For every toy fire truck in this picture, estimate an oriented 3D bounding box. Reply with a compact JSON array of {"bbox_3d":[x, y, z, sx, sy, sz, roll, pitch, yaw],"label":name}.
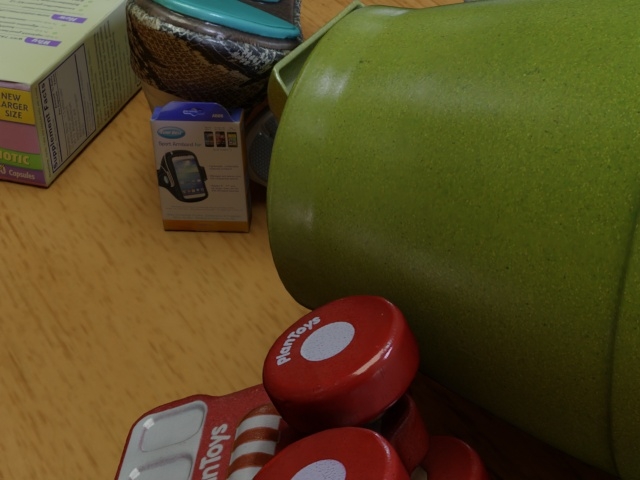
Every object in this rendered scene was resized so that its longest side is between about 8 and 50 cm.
[{"bbox_3d":[-0.034,0.189,0.859,0.254,0.169,0.302,-19,30,18],"label":"toy fire truck"}]

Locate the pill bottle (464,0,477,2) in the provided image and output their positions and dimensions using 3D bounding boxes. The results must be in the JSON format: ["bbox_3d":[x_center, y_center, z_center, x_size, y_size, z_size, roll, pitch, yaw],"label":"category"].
[{"bbox_3d":[0.174,-0.190,1.368,0.086,0.152,0.086,-2,35,1],"label":"pill bottle"}]

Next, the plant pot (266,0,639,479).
[{"bbox_3d":[0.167,-0.025,0.957,0.353,0.366,0.366,16,39,28],"label":"plant pot"}]

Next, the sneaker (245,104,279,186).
[{"bbox_3d":[0.013,-0.131,1.361,0.115,0.105,0.281,4,31,46],"label":"sneaker"}]

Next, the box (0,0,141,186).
[{"bbox_3d":[-0.326,-0.179,1.415,0.214,0.117,0.243,10,36,16],"label":"box"}]

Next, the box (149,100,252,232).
[{"bbox_3d":[-0.106,-0.070,1.226,0.081,0.136,0.028,2,35,6],"label":"box"}]

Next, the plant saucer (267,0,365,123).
[{"bbox_3d":[0.030,-0.100,1.230,0.045,0.188,0.188,-23,15,36],"label":"plant saucer"}]

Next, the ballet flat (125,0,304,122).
[{"bbox_3d":[-0.099,-0.194,1.364,0.164,0.182,0.483,20,22,-2],"label":"ballet flat"}]
